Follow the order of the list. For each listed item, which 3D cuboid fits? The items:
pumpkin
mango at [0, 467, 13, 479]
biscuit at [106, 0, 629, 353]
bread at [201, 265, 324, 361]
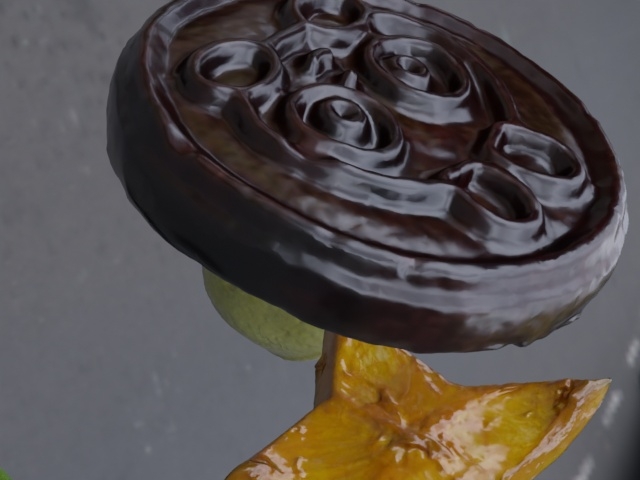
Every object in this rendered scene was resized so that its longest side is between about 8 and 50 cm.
[{"bbox_3d":[0.088,0.193,1.466,0.095,0.290,0.258,88,27,-56],"label":"pumpkin"},{"bbox_3d":[-0.504,0.300,1.743,0.201,0.381,0.225,-79,159,-47],"label":"mango"},{"bbox_3d":[0.041,-0.077,1.171,0.407,0.407,0.091,-77,-174,-57],"label":"biscuit"},{"bbox_3d":[-0.008,-0.008,2.029,0.237,0.320,0.320,45,29,-25],"label":"bread"}]
